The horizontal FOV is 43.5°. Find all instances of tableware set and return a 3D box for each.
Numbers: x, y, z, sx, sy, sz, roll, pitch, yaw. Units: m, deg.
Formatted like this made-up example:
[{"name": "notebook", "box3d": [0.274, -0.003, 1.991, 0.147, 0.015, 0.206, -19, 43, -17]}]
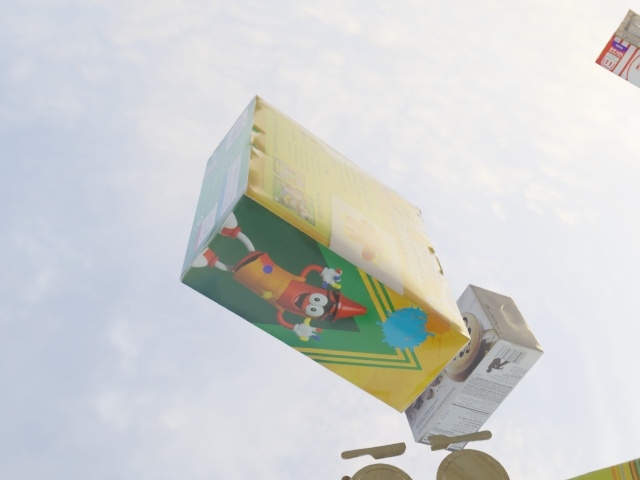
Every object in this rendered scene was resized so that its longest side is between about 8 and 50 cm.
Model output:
[{"name": "tableware set", "box3d": [0.122, 0.292, 0.917, 0.194, 0.039, 0.128, -5, -132, -10]}]

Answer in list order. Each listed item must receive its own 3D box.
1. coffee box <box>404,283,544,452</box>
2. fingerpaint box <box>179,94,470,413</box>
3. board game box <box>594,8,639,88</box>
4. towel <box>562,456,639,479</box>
[{"name": "coffee box", "box3d": [0.289, 0.260, 1.606, 0.119, 0.297, 0.168, 19, -151, -24]}, {"name": "fingerpaint box", "box3d": [0.000, 0.000, 1.229, 0.371, 0.163, 0.445, 33, -160, -18]}, {"name": "board game box", "box3d": [0.455, -0.241, 1.071, 0.147, 0.045, 0.193, 34, -145, 9]}, {"name": "towel", "box3d": [0.267, 0.274, 0.774, 0.021, 0.237, 0.102, 39, -143, -34]}]
